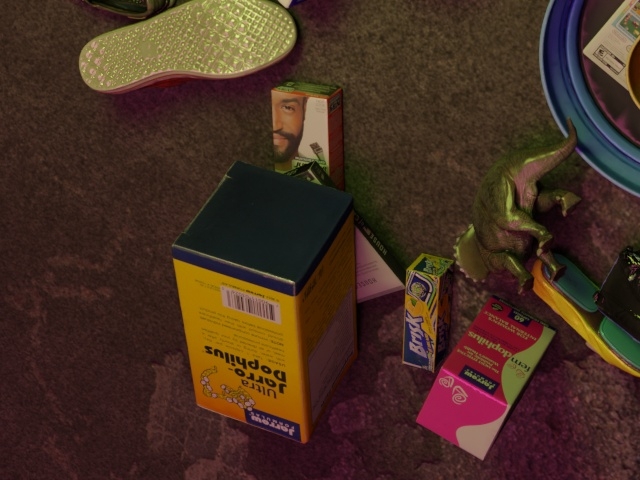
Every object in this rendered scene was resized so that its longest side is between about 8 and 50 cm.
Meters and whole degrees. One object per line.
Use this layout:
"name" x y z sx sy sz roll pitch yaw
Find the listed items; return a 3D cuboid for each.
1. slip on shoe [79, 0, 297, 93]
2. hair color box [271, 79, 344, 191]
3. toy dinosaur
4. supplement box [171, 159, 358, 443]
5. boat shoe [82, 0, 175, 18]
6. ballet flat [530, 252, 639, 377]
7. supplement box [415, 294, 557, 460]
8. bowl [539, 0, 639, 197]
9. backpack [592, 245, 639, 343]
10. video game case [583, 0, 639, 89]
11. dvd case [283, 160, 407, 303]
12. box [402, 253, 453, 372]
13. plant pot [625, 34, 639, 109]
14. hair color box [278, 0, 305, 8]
"slip on shoe" -0.187 -0.282 1.942 0.331 0.101 0.123 -10 92 19
"hair color box" -0.018 -0.144 1.947 0.093 0.053 0.167 11 120 24
"toy dinosaur" 0.253 -0.031 1.761 0.160 0.121 0.314 38 141 33
"supplement box" -0.073 0.094 1.955 0.195 0.194 0.357 17 138 19
"boat shoe" -0.327 -0.384 1.972 0.227 0.069 0.081 18 123 19
"ballet flat" 0.382 0.111 1.867 0.231 0.077 0.077 44 149 4
"supplement box" 0.237 0.190 1.887 0.111 0.220 0.114 29 126 11
"bowl" 0.466 -0.225 1.624 0.391 0.077 0.391 13 122 22
"backpack" 0.443 0.078 1.786 0.114 0.084 0.105 48 128 33
"video game case" 0.416 -0.228 1.589 0.157 0.019 0.143 41 127 4
"dvd case" 0.000 0.000 1.989 0.179 0.030 0.239 -19 119 44
"box" 0.160 0.109 1.986 0.054 0.059 0.169 14 122 24
"plant pot" 0.426 -0.204 1.523 0.134 0.095 0.134 12 120 22
"hair color box" -0.009 -0.491 1.707 0.185 0.110 0.339 43 127 11
